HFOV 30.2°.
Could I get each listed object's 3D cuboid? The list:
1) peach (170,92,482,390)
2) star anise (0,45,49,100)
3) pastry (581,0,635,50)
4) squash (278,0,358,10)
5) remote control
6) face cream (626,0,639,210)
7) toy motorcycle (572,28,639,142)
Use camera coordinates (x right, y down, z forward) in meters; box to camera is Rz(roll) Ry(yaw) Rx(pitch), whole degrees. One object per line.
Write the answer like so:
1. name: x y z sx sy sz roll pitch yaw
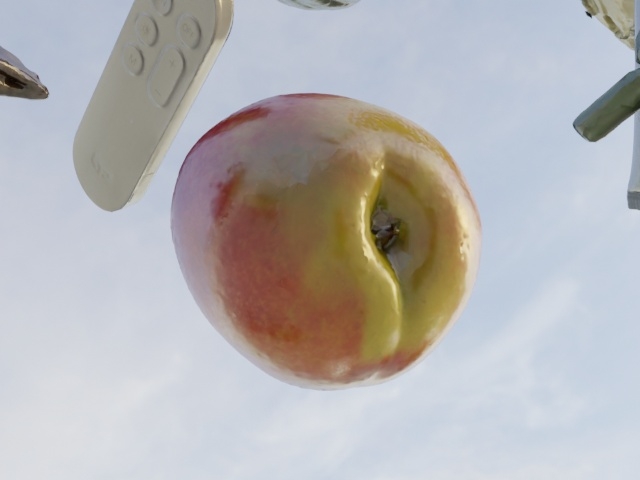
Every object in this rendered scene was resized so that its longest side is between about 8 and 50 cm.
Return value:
1. peach: 0.000 0.000 0.742 0.190 0.192 0.190 0 -89 -23
2. star anise: -0.272 -0.130 0.633 0.262 0.081 0.230 27 -83 -32
3. pastry: 0.397 -0.310 1.299 0.265 0.265 0.133 -2 -36 -10
4. squash: -0.003 -0.374 1.392 0.218 0.218 0.172 -35 -25 23
5. remote control: -0.128 -0.111 0.872 0.022 0.077 0.245 -22 -23 -43
6. face cream: 0.323 -0.158 1.033 0.135 0.086 0.385 8 -41 27
7. toy motorcycle: 0.213 -0.044 0.360 0.205 0.275 0.127 -44 -65 12
